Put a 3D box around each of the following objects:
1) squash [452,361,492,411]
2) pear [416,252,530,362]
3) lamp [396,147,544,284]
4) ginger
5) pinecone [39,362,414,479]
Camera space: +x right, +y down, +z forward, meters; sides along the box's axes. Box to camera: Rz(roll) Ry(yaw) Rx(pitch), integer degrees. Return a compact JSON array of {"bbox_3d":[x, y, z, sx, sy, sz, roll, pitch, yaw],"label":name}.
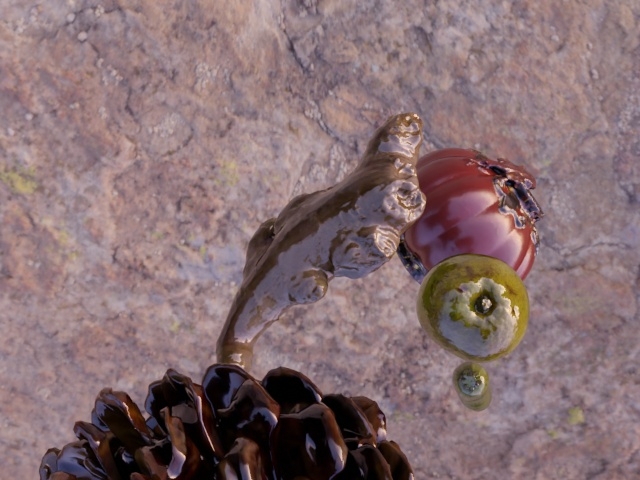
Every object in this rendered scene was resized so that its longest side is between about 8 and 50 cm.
[{"bbox_3d":[0.274,0.261,1.138,0.069,0.069,0.258,-15,153,10],"label":"squash"},{"bbox_3d":[0.145,0.064,0.598,0.107,0.131,0.107,0,88,8],"label":"pear"},{"bbox_3d":[0.208,-0.025,0.878,0.226,0.227,0.227,0,128,0],"label":"lamp"},{"bbox_3d":[0.002,-0.001,0.693,0.333,0.166,0.080,-45,126,14],"label":"ginger"},{"bbox_3d":[-0.047,0.184,0.385,0.224,0.224,0.272,-32,134,22],"label":"pinecone"}]
